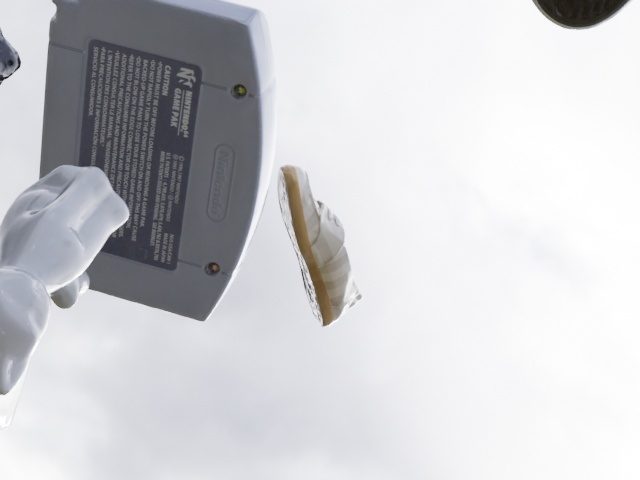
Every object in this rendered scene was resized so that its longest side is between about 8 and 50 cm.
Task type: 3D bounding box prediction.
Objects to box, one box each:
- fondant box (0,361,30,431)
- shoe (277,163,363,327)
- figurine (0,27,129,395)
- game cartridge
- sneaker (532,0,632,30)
[{"bbox_3d":[-0.478,0.149,1.583,0.238,0.096,0.330,17,1,2],"label":"fondant box"},{"bbox_3d":[0.000,0.000,1.550,0.076,0.058,0.219,-117,-171,-47],"label":"shoe"},{"bbox_3d":[-0.225,-0.024,0.923,0.092,0.209,0.215,-29,-74,18],"label":"figurine"},{"bbox_3d":[-0.138,-0.076,1.228,0.196,0.060,0.294,18,-57,10],"label":"game cartridge"},{"bbox_3d":[0.249,-0.268,0.983,0.290,0.123,0.106,-37,-73,14],"label":"sneaker"}]
